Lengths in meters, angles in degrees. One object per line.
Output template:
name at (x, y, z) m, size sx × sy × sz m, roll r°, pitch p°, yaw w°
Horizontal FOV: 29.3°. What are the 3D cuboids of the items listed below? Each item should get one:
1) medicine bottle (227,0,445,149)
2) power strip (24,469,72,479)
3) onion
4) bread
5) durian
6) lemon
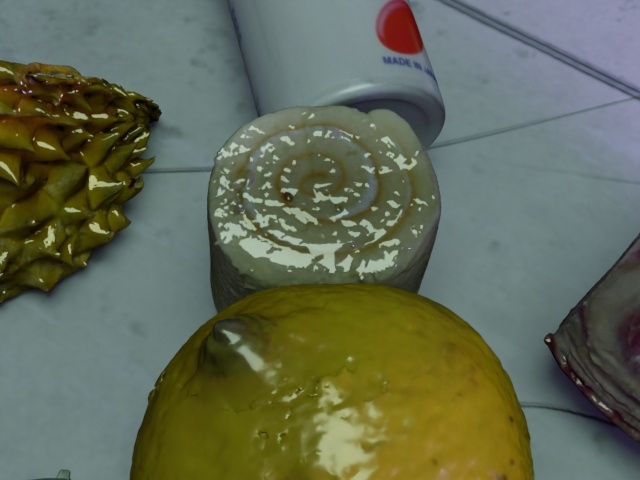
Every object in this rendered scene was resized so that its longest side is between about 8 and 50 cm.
medicine bottle at (-0.013, -0.216, 0.924) m, size 0.130 × 0.130 × 0.340 m, roll -11°, pitch 63°, yaw -10°
power strip at (-0.161, 0.244, 0.701) m, size 0.029 × 0.080 × 0.226 m, roll -2°, pitch 63°, yaw -3°
onion at (0.295, 0.037, 0.782) m, size 0.207 × 0.216 × 0.206 m, roll 47°, pitch 52°, yaw 7°
bread at (0.000, 0.000, 0.806) m, size 0.148 × 0.141 × 0.134 m, roll -12°, pitch 63°, yaw -10°
durian at (-0.263, -0.070, 0.798) m, size 0.305 × 0.195 × 0.185 m, roll 5°, pitch 69°, yaw -4°
lemon at (0.006, 0.148, 0.681) m, size 0.229 × 0.228 × 0.253 m, roll -1°, pitch 103°, yaw -5°
